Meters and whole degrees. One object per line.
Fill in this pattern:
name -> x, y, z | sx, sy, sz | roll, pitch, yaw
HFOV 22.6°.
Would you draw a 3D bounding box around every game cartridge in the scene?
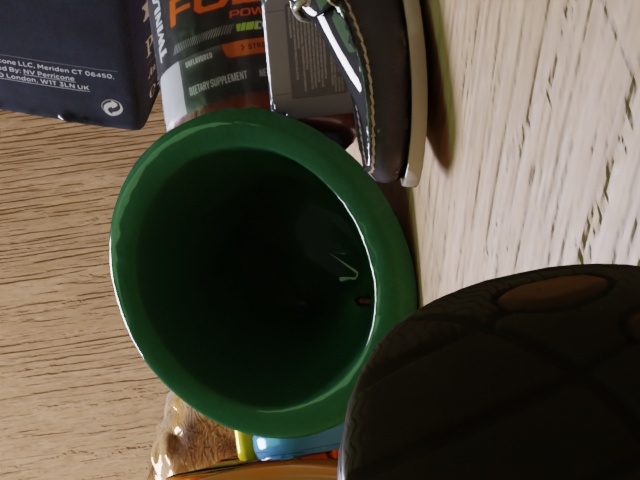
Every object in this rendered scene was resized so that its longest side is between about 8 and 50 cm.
game cartridge -> 0.001, -0.095, 0.762 | 0.017, 0.056, 0.083 | -95, 1, -47

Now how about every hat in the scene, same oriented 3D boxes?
hat -> 0.000, 0.000, 0.885 | 0.173, 0.208, 0.183 | 56, -145, 2

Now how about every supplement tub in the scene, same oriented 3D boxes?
supplement tub -> -0.045, -0.139, 0.882 | 0.106, 0.106, 0.197 | 107, 153, -74

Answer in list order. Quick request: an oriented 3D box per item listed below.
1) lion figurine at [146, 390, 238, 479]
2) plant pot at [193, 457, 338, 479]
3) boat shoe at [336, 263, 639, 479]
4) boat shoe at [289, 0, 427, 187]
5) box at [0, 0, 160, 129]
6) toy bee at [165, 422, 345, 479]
lion figurine -> -0.046, 0.287, 1.276 | 0.240, 0.142, 0.392 | -74, -27, -73
plant pot -> 0.008, 0.170, 0.535 | 0.188, 0.205, 0.205 | 18, -117, -81
boat shoe -> 0.073, 0.158, 0.294 | 0.120, 0.123, 0.324 | 82, -176, -52
boat shoe -> 0.002, -0.117, 0.689 | 0.075, 0.065, 0.206 | 109, 152, -75
box -> -0.162, -0.280, 1.012 | 0.294, 0.183, 0.296 | 89, -167, -50
toy bee -> -0.047, 0.156, 1.025 | 0.298, 0.162, 0.195 | 96, 166, -64
